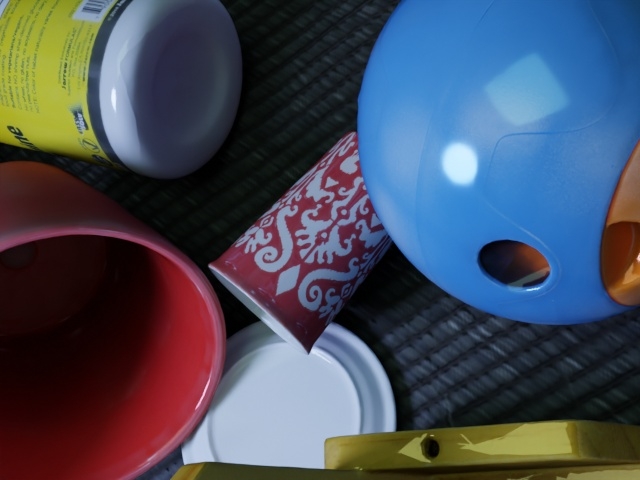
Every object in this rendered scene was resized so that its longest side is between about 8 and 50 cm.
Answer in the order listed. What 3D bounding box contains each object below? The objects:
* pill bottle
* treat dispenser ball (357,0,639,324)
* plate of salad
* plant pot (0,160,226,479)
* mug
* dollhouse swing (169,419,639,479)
[{"bbox_3d":[-0.261,-0.180,1.086,0.334,0.188,0.188,14,83,30],"label":"pill bottle"},{"bbox_3d":[0.170,-0.083,0.778,0.288,0.288,0.288,-7,73,26],"label":"treat dispenser ball"},{"bbox_3d":[-0.028,0.165,0.952,0.200,0.048,0.200,-6,68,14],"label":"plate of salad"},{"bbox_3d":[-0.254,0.058,0.966,0.275,0.275,0.243,-52,36,6],"label":"plant pot"},{"bbox_3d":[-0.005,-0.006,0.926,0.169,0.113,0.150,-48,24,-8],"label":"mug"},{"bbox_3d":[0.091,0.294,0.710,0.315,0.305,0.347,-9,71,25],"label":"dollhouse swing"}]
